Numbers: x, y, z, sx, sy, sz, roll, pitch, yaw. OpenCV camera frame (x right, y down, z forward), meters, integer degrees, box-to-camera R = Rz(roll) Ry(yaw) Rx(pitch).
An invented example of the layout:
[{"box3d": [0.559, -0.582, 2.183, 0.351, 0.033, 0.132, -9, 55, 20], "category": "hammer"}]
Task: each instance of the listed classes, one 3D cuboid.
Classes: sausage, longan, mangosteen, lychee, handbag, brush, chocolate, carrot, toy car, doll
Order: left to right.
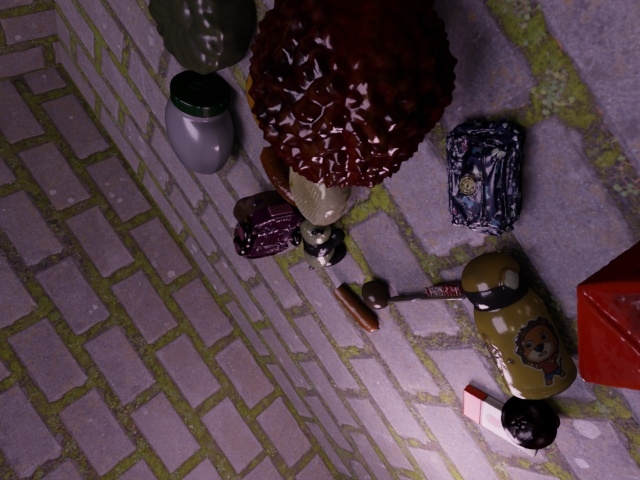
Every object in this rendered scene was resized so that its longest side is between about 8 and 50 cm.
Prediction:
[{"box3d": [-0.213, -0.088, 1.643, 0.240, 0.271, 0.340, 67, 150, 20], "category": "toy car"}, {"box3d": [-0.111, -0.205, 1.503, 0.302, 0.103, 0.076, 50, -178, 11], "category": "sausage"}, {"box3d": [0.001, 0.002, 1.499, 0.144, 0.135, 0.234, 33, 148, 30], "category": "doll"}, {"box3d": [0.062, -0.326, 0.877, 0.425, 0.499, 0.424, 1, 126, 2], "category": "lychee"}, {"box3d": [0.141, 0.264, 1.636, 0.225, 0.067, 0.067, 48, 148, 15], "category": "carrot"}, {"box3d": [0.191, 0.187, 1.473, 0.113, 0.092, 0.113, 36, -171, -7], "category": "longan"}, {"box3d": [0.320, 0.161, 1.305, 0.321, 0.060, 0.050, -18, 91, 57], "category": "brush"}, {"box3d": [0.358, -0.132, 0.927, 0.162, 0.113, 0.260, 13, 122, 39], "category": "handbag"}, {"box3d": [0.590, 0.508, 1.197, 0.152, 0.152, 0.152, 34, 143, 31], "category": "mangosteen"}, {"box3d": [0.590, 0.077, 0.588, 0.341, 0.360, 0.161, -15, 93, 57], "category": "chocolate"}]

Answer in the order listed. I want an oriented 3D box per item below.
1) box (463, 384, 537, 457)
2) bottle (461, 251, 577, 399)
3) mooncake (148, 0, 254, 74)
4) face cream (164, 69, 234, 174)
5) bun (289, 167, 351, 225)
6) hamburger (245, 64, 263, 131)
[{"box3d": [0.574, 0.573, 1.366, 0.245, 0.035, 0.139, 24, 137, 40], "category": "box"}, {"box3d": [0.461, 0.194, 1.031, 0.172, 0.172, 0.351, -16, 106, 57], "category": "bottle"}, {"box3d": [-0.372, -0.700, 1.304, 0.356, 0.194, 0.356, 35, 144, 31], "category": "mooncake"}, {"box3d": [-0.466, -0.443, 1.645, 0.312, 0.219, 0.357, 46, 147, 16], "category": "face cream"}, {"box3d": [0.010, -0.178, 1.314, 0.259, 0.160, 0.259, 53, 156, 36], "category": "bun"}, {"box3d": [-0.107, -0.440, 1.236, 0.227, 0.151, 0.295, 58, 154, 7], "category": "hamburger"}]
